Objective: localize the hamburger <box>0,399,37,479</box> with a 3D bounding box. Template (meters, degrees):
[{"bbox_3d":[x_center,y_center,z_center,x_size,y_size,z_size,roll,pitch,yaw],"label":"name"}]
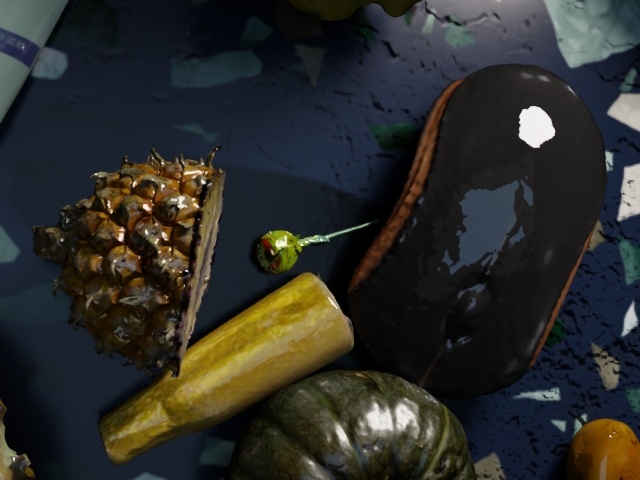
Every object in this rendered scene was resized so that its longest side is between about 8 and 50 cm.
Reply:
[{"bbox_3d":[-0.332,0.223,0.506,0.277,0.195,0.318,-21,96,-45],"label":"hamburger"}]

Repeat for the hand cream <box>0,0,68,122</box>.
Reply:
[{"bbox_3d":[-0.292,-0.134,0.660,0.109,0.067,0.320,23,73,-11],"label":"hand cream"}]

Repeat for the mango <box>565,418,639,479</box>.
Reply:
[{"bbox_3d":[0.261,0.223,0.769,0.080,0.060,0.114,28,77,-27],"label":"mango"}]

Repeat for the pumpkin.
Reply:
[{"bbox_3d":[0.025,0.214,0.654,0.224,0.157,0.223,1,88,-20],"label":"pumpkin"}]

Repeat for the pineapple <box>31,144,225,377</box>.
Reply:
[{"bbox_3d":[-0.154,0.008,0.627,0.137,0.161,0.176,11,68,-3],"label":"pineapple"}]

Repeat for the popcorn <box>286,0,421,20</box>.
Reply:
[{"bbox_3d":[0.023,-0.324,0.655,0.235,0.242,0.250,5,82,-12],"label":"popcorn"}]

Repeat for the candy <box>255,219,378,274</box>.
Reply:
[{"bbox_3d":[0.000,0.000,0.734,0.123,0.035,0.035,-15,134,-25],"label":"candy"}]

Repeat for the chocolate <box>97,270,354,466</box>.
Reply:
[{"bbox_3d":[-0.080,0.108,0.676,0.219,0.085,0.085,-29,94,-15],"label":"chocolate"}]

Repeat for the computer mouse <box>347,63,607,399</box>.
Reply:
[{"bbox_3d":[0.147,-0.013,0.729,0.183,0.116,0.323,25,81,-7],"label":"computer mouse"}]
